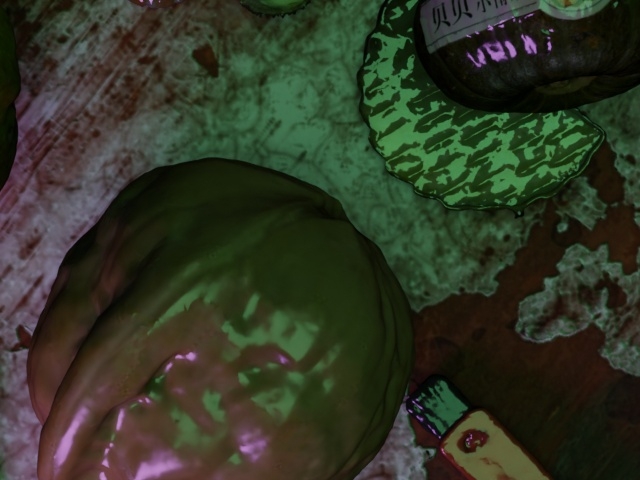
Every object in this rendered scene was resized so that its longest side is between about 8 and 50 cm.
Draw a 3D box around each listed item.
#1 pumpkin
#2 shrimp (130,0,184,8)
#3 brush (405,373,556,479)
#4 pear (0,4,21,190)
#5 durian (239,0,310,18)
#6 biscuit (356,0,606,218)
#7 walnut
[{"bbox_3d":[0.221,-0.229,1.547,0.260,0.260,0.189,-8,79,-2],"label":"pumpkin"},{"bbox_3d":[-0.133,-0.307,1.660,0.184,0.043,0.091,-34,101,7],"label":"shrimp"},{"bbox_3d":[0.218,0.265,1.699,0.323,0.051,0.070,43,89,-4],"label":"brush"},{"bbox_3d":[-0.476,-0.122,1.515,0.413,0.352,0.352,-7,94,1],"label":"pear"},{"bbox_3d":[-0.044,-0.295,1.642,0.140,0.071,0.110,-49,133,-3],"label":"durian"},{"bbox_3d":[0.142,-0.130,1.679,0.273,0.036,0.187,44,90,-4],"label":"biscuit"},{"bbox_3d":[-0.101,0.105,1.553,0.383,0.383,0.384,0,94,-2],"label":"walnut"}]
